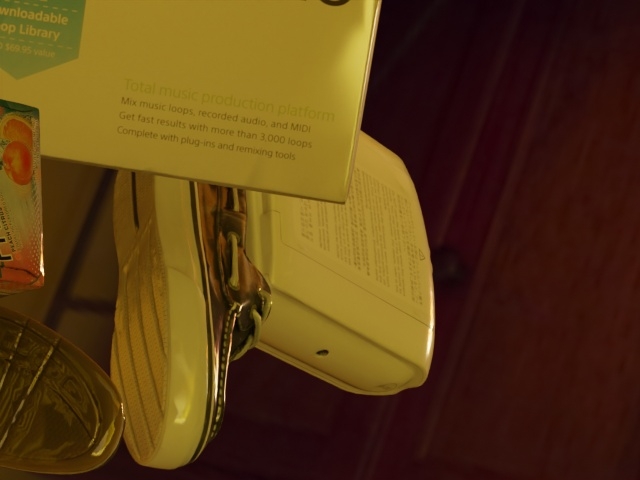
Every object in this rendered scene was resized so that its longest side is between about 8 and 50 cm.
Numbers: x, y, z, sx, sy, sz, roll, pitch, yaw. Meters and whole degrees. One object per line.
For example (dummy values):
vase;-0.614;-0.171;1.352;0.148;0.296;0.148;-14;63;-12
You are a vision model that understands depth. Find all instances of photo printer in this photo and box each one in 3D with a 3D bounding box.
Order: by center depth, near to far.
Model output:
photo printer;0.000;0.000;1.667;0.107;0.256;0.307;-22;149;29

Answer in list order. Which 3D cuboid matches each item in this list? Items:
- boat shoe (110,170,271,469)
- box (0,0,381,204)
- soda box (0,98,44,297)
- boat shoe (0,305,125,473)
boat shoe;-0.091;0.040;1.383;0.119;0.335;0.121;17;132;-22
box;-0.075;-0.192;0.832;0.232;0.322;0.058;8;-171;-2
soda box;-0.174;-0.001;0.592;0.183;0.063;0.058;-14;164;36
boat shoe;-0.201;0.074;0.963;0.223;0.080;0.073;15;167;15
